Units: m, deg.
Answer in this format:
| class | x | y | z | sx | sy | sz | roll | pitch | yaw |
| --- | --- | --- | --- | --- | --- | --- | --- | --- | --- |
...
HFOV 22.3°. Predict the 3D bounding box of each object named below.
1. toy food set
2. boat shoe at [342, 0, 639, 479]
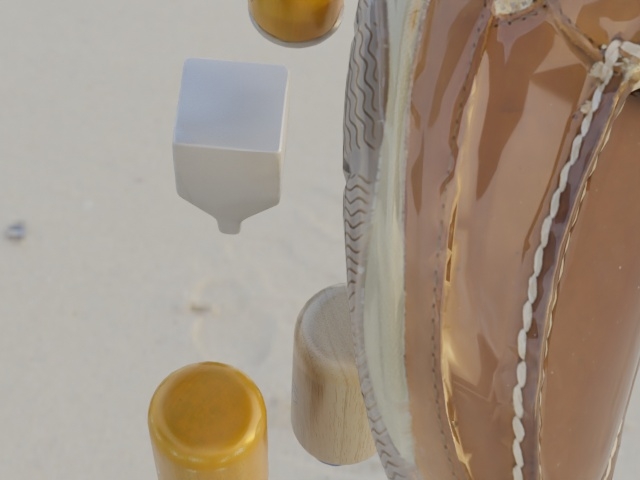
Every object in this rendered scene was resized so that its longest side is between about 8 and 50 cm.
| class | x | y | z | sx | sy | sz | roll | pitch | yaw |
| --- | --- | --- | --- | --- | --- | --- | --- | --- | --- |
| toy food set | 0.000 | 0.000 | 0.622 | 0.111 | 0.104 | 0.232 | 4 | 60 | 0 |
| boat shoe | 0.090 | -0.075 | 0.406 | 0.116 | 0.324 | 0.123 | 9 | -5 | 26 |
